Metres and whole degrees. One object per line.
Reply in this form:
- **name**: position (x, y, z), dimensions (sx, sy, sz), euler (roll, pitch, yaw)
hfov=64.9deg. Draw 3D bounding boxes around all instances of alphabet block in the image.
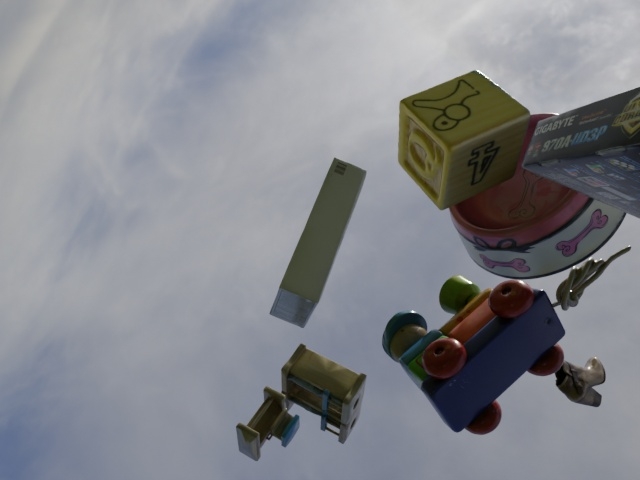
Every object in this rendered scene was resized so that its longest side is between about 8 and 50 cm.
- **alphabet block**: position (0.299, -0.218, 1.092), dimensions (0.197, 0.193, 0.192), euler (-23, -129, -11)

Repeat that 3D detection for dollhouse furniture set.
- **dollhouse furniture set**: position (-0.028, 0.296, 0.825), dimensions (0.129, 0.129, 0.184), euler (21, -137, 22)

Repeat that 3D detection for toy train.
- **toy train**: position (0.187, 0.073, 0.540), dimensions (0.248, 0.105, 0.143), euler (-39, -156, -9)

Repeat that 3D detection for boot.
- **boot**: position (0.462, 0.239, 0.902), dimensions (0.042, 0.087, 0.118), euler (-56, -175, 44)

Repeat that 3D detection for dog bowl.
- **dog bowl**: position (0.482, -0.121, 1.184), dimensions (0.407, 0.150, 0.408), euler (-30, -140, 30)

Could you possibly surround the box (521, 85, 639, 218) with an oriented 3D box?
- **box**: position (0.305, -0.047, 0.405), dimensions (0.175, 0.220, 0.051), euler (-150, -98, -84)

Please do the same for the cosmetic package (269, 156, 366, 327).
- **cosmetic package**: position (0.000, 0.000, 0.742), dimensions (0.099, 0.060, 0.239), euler (118, -5, -58)
